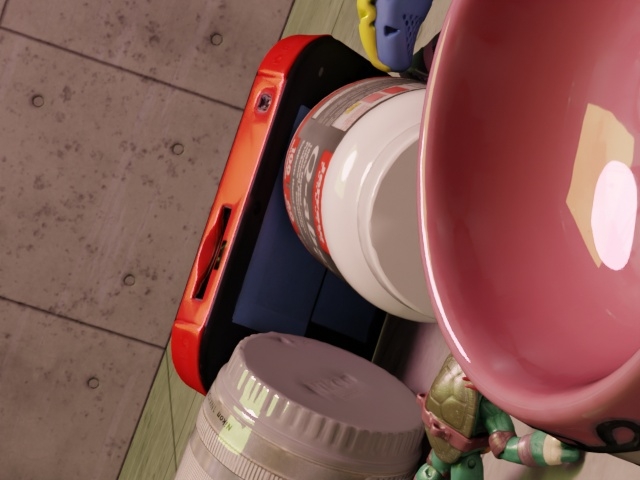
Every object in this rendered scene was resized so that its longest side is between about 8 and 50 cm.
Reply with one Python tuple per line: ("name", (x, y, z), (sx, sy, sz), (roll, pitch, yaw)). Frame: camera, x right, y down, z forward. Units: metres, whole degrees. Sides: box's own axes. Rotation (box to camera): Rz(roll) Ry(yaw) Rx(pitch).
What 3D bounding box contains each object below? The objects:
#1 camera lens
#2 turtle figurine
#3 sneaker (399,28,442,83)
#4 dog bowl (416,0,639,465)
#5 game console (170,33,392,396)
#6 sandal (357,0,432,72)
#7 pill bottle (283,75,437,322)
("camera lens", (-0.036, 0.256, 1.860), (0.219, 0.219, 0.274), (-104, 35, -70))
("turtle figurine", (0.134, 0.142, 1.528), (0.175, 0.118, 0.234), (-94, 19, -62))
("sneaker", (0.172, -0.189, 1.940), (0.131, 0.112, 0.319), (-50, 8, -7))
("dog bowl", (0.199, -0.055, 1.125), (0.408, 0.150, 0.408), (-25, 62, 59))
("game console", (0.000, 0.000, 2.016), (0.060, 0.342, 0.387), (15, 85, 36))
("sandal", (0.119, -0.319, 1.910), (0.126, 0.138, 0.317), (-56, -19, -84))
("pill bottle", (0.091, -0.039, 1.743), (0.363, 0.210, 0.210), (-144, 72, -78))
